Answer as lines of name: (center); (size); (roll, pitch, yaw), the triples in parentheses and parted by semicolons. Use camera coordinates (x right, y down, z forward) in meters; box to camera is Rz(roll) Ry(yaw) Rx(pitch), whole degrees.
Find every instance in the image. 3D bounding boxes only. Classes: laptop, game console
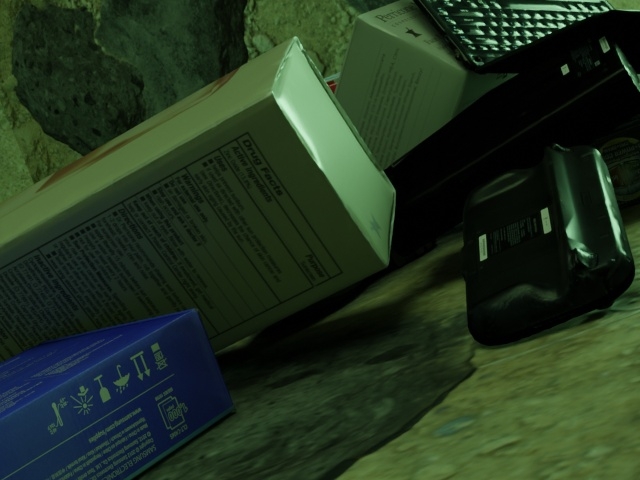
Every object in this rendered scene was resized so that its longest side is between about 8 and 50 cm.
laptop: (0.224, -0.214, 1.204); (0.234, 0.264, 0.137); (-3, -45, -33)
game console: (0.132, -0.029, 0.970); (0.213, 0.044, 0.361); (-32, 19, 18)

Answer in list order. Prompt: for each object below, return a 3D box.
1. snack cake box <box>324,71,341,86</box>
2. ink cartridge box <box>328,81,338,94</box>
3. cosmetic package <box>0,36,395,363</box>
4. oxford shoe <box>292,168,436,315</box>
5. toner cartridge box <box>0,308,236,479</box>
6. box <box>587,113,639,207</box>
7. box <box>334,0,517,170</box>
snack cake box: (0.108, -0.136, 1.588); (0.089, 0.152, 0.264); (-26, 10, -38)
ink cartridge box: (0.043, -0.093, 1.474); (0.109, 0.150, 0.063); (-20, 4, 6)
cosmetic package: (-0.109, -0.001, 1.018); (0.296, 0.153, 0.129); (-26, 21, 18)
oxford shoe: (0.000, 0.000, 1.156); (0.082, 0.096, 0.227); (-11, 14, 40)
toner cartridge box: (-0.221, 0.144, 0.815); (0.165, 0.075, 0.348); (-15, 9, 40)
box: (0.273, -0.086, 1.168); (0.270, 0.060, 0.216); (-20, 8, 5)
box: (0.100, -0.120, 1.302); (0.119, 0.182, 0.181); (29, 32, 21)
